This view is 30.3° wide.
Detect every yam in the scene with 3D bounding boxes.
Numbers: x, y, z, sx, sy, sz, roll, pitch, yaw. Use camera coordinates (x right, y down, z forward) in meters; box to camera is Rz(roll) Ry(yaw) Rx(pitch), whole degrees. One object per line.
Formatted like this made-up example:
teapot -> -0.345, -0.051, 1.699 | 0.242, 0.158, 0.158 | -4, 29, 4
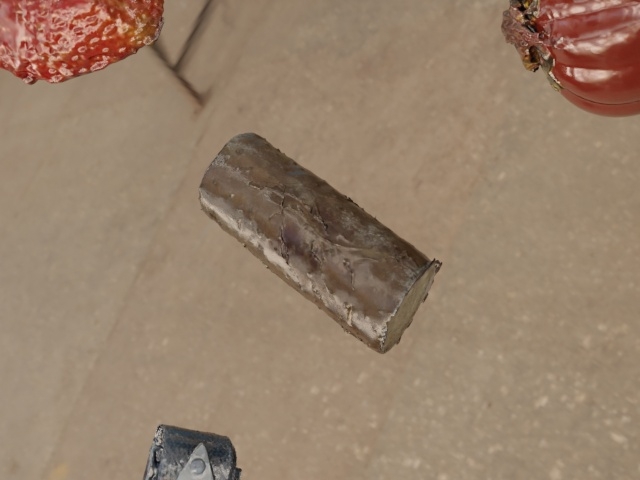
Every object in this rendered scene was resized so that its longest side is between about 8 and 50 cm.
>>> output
yam -> -0.001, 0.001, 1.283 | 0.279, 0.131, 0.131 | 37, 96, 23

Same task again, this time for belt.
belt -> -0.160, 0.334, 1.446 | 0.122, 0.128, 0.218 | -127, 49, -71

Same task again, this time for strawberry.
strawberry -> -0.161, -0.156, 0.684 | 0.187, 0.082, 0.147 | 35, 99, 36

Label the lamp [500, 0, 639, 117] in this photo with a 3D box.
lamp -> 0.281, -0.232, 1.164 | 0.227, 0.227, 0.227 | -35, 39, 34
